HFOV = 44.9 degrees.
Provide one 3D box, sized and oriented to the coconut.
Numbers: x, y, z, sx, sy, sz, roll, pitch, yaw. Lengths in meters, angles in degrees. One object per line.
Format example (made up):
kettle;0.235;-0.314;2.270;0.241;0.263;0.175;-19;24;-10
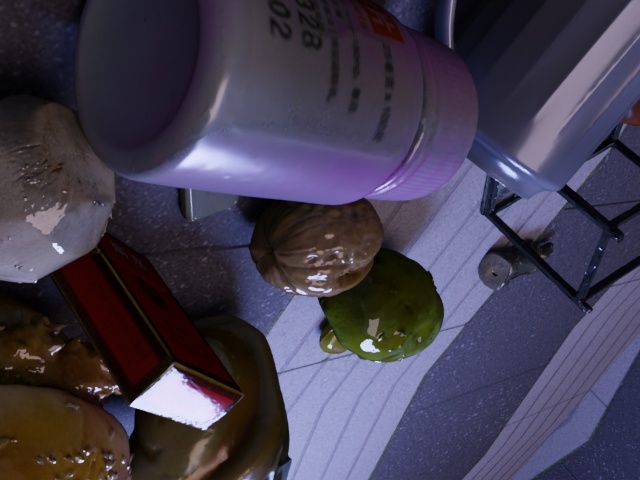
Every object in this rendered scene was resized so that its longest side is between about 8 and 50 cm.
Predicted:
coconut;-0.277;-0.041;0.694;0.162;0.161;0.161;-27;152;18

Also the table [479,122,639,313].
table;0.500;-0.100;1.327;0.335;0.272;0.222;-29;146;-17

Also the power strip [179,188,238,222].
power strip;-0.130;-0.092;0.907;0.076;0.028;0.169;-23;146;-26

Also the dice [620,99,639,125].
dice;0.503;-0.294;1.183;0.174;0.179;0.175;-34;145;-10

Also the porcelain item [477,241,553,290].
porcelain item;0.424;0.044;1.632;0.215;0.069;0.081;-15;136;-42

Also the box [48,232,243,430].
box;-0.200;0.089;0.856;0.074;0.240;0.153;-46;148;4

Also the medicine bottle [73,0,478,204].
medicine bottle;-0.022;-0.148;0.769;0.388;0.219;0.219;3;128;-47

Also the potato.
potato;0.096;0.104;1.255;0.253;0.148;0.186;31;72;-36

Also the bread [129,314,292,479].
bread;-0.143;0.280;1.100;0.300;0.210;0.341;-66;167;-48

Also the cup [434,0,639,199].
cup;0.264;-0.255;0.960;0.322;0.237;0.327;31;109;-26

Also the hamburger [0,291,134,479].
hamburger;-0.360;0.199;0.818;0.287;0.268;0.445;-53;145;12

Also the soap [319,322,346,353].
soap;0.054;0.147;1.380;0.140;0.045;0.089;-47;145;12

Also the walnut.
walnut;0.000;0.000;1.045;0.184;0.155;0.155;-16;141;-37
